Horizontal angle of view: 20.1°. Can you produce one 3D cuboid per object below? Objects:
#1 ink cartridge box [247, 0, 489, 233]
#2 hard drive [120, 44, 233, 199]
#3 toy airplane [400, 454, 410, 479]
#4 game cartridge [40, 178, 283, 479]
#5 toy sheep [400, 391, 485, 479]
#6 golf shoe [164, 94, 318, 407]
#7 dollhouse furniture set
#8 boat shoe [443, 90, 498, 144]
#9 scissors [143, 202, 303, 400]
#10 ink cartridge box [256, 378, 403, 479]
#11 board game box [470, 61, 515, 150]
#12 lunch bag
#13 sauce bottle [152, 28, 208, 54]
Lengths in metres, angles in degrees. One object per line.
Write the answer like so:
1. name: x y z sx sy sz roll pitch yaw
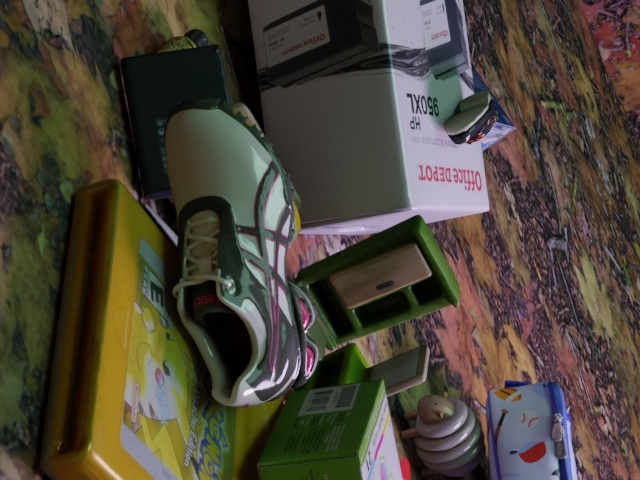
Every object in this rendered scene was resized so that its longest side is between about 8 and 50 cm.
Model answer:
1. ink cartridge box: 0.052 -0.211 2.022 0.285 0.166 0.395 -2 84 -67
2. hard drive: -0.127 -0.110 1.666 0.022 0.094 0.135 112 -33 -74
3. toy airplane: 0.066 0.250 1.963 0.151 0.028 0.151 52 28 -43
4. game cartridge: -0.120 0.149 1.542 0.324 0.052 0.285 51 30 -43
5. toy sheep: 0.148 0.232 2.102 0.132 0.091 0.091 61 24 -30
6. golf shoe: -0.077 0.010 1.553 0.120 0.105 0.273 -27 100 -63
7. dollhouse furniture set: 0.000 0.000 1.775 0.301 0.151 0.197 60 21 -21
8. boat shoe: 0.169 -0.128 1.990 0.133 0.049 0.042 -52 123 -67
9. scissors: -0.086 0.066 1.731 0.297 0.021 0.109 43 36 -54
10. ink cartridge box: 0.025 0.281 1.670 0.189 0.097 0.255 -62 142 -72
11. board game box: 0.117 -0.143 2.223 0.060 0.194 0.194 11 39 -46
12. lunch bag: 0.256 0.303 2.171 0.303 0.115 0.243 81 6 -64
13. sauce bottle: -0.140 -0.176 1.756 0.128 0.042 0.042 -64 133 -64
